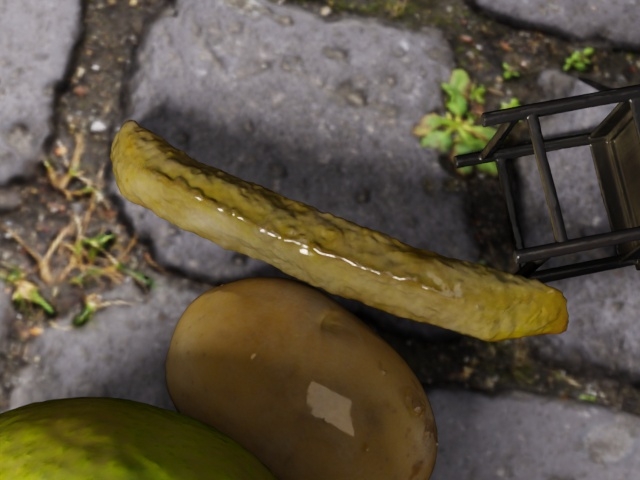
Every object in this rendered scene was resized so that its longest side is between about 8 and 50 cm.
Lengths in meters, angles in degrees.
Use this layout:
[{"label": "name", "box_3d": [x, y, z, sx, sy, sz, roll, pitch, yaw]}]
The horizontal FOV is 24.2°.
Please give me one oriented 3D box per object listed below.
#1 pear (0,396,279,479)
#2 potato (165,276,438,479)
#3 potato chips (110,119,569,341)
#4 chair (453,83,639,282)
[{"label": "pear", "box_3d": [-0.151, 0.286, 0.997, 0.391, 0.391, 0.391, 2, 77, -7]}, {"label": "potato", "box_3d": [-0.012, 0.122, 1.177, 0.234, 0.146, 0.150, 39, 43, 3]}, {"label": "potato chips", "box_3d": [0.000, 0.000, 1.183, 0.407, 0.057, 0.080, 21, 39, 11]}, {"label": "chair", "box_3d": [0.260, -0.048, 1.237, 0.260, 0.154, 0.141, -11, 79, -8]}]
